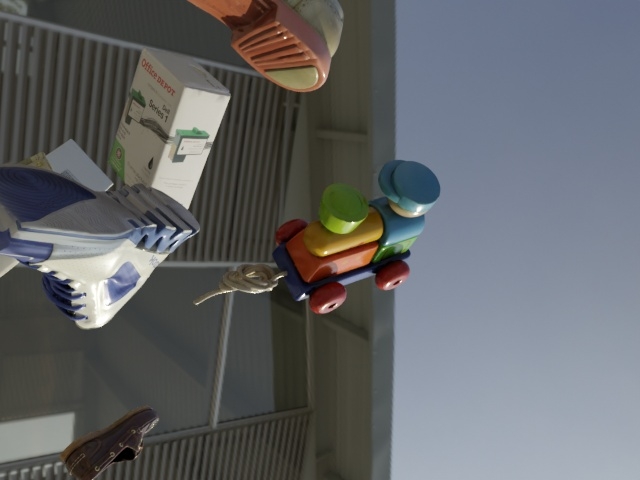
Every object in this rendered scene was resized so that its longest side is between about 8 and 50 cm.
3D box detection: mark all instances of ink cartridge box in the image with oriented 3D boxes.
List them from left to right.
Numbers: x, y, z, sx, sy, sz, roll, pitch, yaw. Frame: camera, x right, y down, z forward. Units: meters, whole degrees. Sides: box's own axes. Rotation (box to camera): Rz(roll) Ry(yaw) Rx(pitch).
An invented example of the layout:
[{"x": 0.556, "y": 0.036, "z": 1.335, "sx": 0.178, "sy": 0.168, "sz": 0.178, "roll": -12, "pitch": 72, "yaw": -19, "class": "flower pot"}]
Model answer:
[{"x": -0.258, "y": -0.187, "z": 1.002, "sx": 0.160, "sy": 0.092, "sz": 0.219, "roll": 43, "pitch": -61, "yaw": 36, "class": "ink cartridge box"}]

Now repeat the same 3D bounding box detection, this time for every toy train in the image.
[{"x": 0.000, "y": 0.000, "z": 0.603, "sx": 0.105, "sy": 0.248, "sz": 0.143, "roll": 61, "pitch": -31, "yaw": 23, "class": "toy train"}]

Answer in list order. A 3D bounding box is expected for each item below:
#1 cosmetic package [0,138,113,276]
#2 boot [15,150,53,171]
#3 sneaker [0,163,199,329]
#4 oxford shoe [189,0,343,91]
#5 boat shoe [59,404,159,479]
[{"x": -0.611, "y": -0.072, "z": 1.286, "sx": 0.224, "sy": 0.138, "sz": 0.224, "roll": -31, "pitch": -161, "yaw": 27, "class": "cosmetic package"}, {"x": -0.517, "y": -0.104, "z": 0.948, "sx": 0.077, "sy": 0.165, "sz": 0.213, "roll": 40, "pitch": -20, "yaw": 58, "class": "boot"}, {"x": -0.288, "y": 0.027, "z": 0.715, "sx": 0.127, "sy": 0.315, "sz": 0.182, "roll": 39, "pitch": -77, "yaw": 19, "class": "sneaker"}, {"x": -0.111, "y": -0.367, "z": 0.744, "sx": 0.140, "sy": 0.397, "sz": 0.147, "roll": 1, "pitch": -121, "yaw": 41, "class": "oxford shoe"}, {"x": -0.343, "y": 0.349, "z": 1.022, "sx": 0.073, "sy": 0.207, "sz": 0.073, "roll": 37, "pitch": -69, "yaw": 15, "class": "boat shoe"}]
